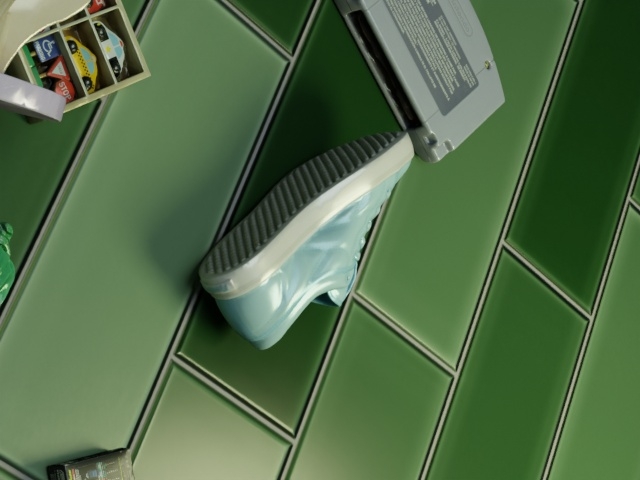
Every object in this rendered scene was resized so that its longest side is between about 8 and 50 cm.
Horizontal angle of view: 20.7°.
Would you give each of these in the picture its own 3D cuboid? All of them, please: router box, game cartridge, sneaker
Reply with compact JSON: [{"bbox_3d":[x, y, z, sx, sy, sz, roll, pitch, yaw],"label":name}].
[{"bbox_3d":[-0.252,0.303,1.972,0.092,0.038,0.122,-9,89,-44],"label":"router box"},{"bbox_3d":[0.141,-0.280,2.424,0.198,0.062,0.297,-44,112,-42],"label":"game cartridge"},{"bbox_3d":[0.000,0.000,2.206,0.366,0.135,0.150,-40,118,-30],"label":"sneaker"}]

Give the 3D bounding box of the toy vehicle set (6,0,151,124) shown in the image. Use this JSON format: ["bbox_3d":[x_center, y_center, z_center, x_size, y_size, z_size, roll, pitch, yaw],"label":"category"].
[{"bbox_3d":[-0.314,-0.284,2.015,0.166,0.035,0.266,-31,104,-41],"label":"toy vehicle set"}]

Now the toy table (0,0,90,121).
[{"bbox_3d":[-0.375,-0.235,1.828,0.274,0.252,0.160,18,87,-45],"label":"toy table"}]

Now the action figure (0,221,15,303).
[{"bbox_3d":[-0.397,0.068,1.861,0.137,0.063,0.232,49,58,-23],"label":"action figure"}]
